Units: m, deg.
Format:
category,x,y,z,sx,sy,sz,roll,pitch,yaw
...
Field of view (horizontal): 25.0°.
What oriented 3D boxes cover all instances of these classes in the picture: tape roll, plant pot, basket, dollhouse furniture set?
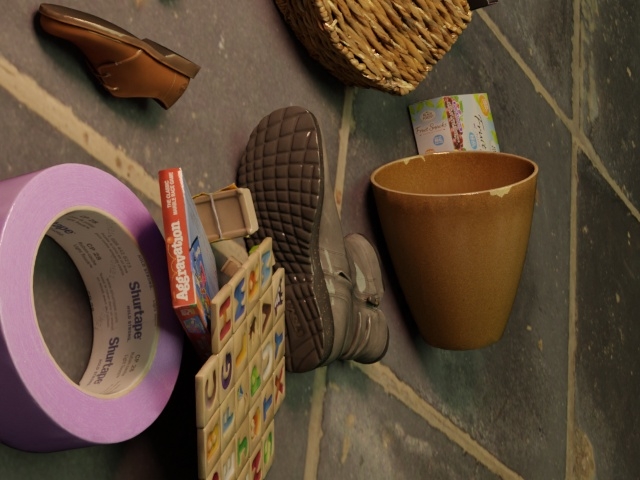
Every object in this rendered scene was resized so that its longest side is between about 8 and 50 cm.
category,x,y,z,sx,sy,sz,roll,pitch,yaw
tape roll,-0.251,0.067,1.415,0.275,0.090,0.274,26,58,-53
plant pot,0.199,0.021,2.083,0.237,0.237,0.254,-33,122,-58
basket,0.026,-0.356,2.031,0.213,0.223,0.299,-51,130,-13
dollhouse furniture set,-0.099,0.008,1.715,0.058,0.076,0.151,-32,109,-72

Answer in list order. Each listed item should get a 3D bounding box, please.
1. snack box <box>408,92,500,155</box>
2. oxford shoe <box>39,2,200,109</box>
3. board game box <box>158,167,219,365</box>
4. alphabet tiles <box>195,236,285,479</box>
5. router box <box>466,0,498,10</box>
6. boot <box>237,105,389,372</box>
category,x,y,z,sx,sy,sz,roll,pitch,yaw
snack box,0.226,-0.127,2.305,0.174,0.070,0.207,-12,91,-60
oxford shoe,-0.226,-0.197,1.580,0.212,0.076,0.076,24,99,-43
board game box,-0.133,0.042,1.536,0.281,0.027,0.145,81,-1,-70
alphabet tiles,-0.082,0.163,1.594,0.342,0.011,0.285,-54,146,-69
router box,0.195,-0.446,2.307,0.046,0.133,0.178,-27,103,-58
boot,0.000,0.000,1.860,0.223,0.118,0.338,-6,95,-63
